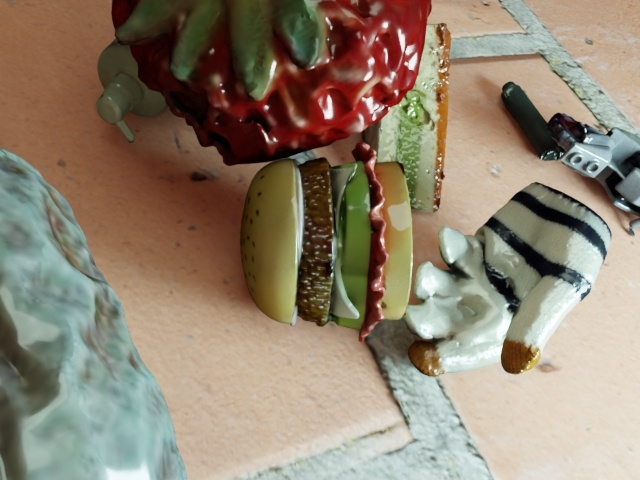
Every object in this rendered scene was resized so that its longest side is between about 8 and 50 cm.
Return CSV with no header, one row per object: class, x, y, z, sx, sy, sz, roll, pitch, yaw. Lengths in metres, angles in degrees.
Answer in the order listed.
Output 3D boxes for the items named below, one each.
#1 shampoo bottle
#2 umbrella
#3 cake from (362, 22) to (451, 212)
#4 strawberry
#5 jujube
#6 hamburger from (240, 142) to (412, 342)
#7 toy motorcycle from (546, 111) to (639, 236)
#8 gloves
shampoo bottle,-0.164,-0.211,0.779,0.085,0.085,0.262,25,48,1
umbrella,0.267,-0.153,0.926,0.036,0.031,0.133,16,41,-42
cake,0.089,-0.136,0.842,0.086,0.117,0.220,5,83,-13
strawberry,-0.026,-0.225,0.688,0.317,0.295,0.345,44,14,10
jujube,-0.212,0.091,0.427,0.226,0.226,0.317,-19,66,-32
hamburger,0.000,-0.001,0.621,0.137,0.175,0.175,1,51,-4
toy motorcycle,0.357,-0.075,0.860,0.215,0.080,0.122,21,39,-22
gloves,0.165,0.045,0.681,0.219,0.131,0.140,-44,75,-8
